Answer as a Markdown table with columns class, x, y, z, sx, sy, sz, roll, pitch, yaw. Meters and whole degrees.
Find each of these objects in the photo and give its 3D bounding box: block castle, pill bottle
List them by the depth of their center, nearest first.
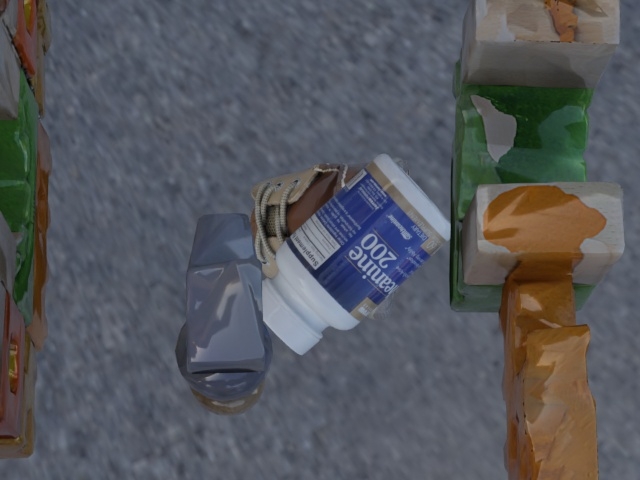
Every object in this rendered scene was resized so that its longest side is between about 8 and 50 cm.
| class | x | y | z | sx | sy | sz | roll | pitch | yaw |
| --- | --- | --- | --- | --- | --- | --- | --- | --- | --- |
| block castle | -0.029 | -0.021 | 0.781 | 0.303 | 0.213 | 0.453 | 1 | 75 | -2 |
| pill bottle | 0.016 | 0.011 | 1.126 | 0.120 | 0.067 | 0.067 | -43 | 116 | 5 |

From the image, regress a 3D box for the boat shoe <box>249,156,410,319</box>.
| class | x | y | z | sx | sy | sz | roll | pitch | yaw |
| --- | --- | --- | --- | --- | --- | --- | --- | --- | --- |
| boat shoe | 0.000 | 0.000 | 1.455 | 0.116 | 0.324 | 0.123 | 8 | 81 | -3 |
